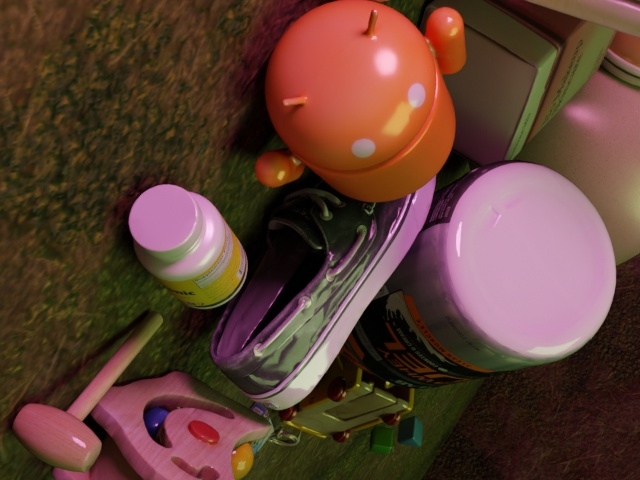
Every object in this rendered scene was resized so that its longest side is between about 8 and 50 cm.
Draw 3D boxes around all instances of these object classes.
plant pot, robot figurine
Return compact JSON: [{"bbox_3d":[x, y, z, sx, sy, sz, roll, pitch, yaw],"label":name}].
[{"bbox_3d":[0.286,-0.125,1.211,0.191,0.284,0.284,28,97,-36],"label":"plant pot"},{"bbox_3d":[0.031,-0.099,0.756,0.219,0.158,0.128,35,55,-72],"label":"robot figurine"}]

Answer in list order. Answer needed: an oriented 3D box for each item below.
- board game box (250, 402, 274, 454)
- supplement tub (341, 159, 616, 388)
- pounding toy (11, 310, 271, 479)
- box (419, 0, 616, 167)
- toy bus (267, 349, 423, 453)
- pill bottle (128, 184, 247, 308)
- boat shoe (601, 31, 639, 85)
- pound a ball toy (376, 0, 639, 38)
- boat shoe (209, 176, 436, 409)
[{"bbox_3d":[-0.093,0.246,1.202,0.090,0.020,0.090,-50,162,-18],"label":"board game box"},{"bbox_3d":[0.136,0.050,1.041,0.193,0.193,0.316,-48,-173,-25],"label":"supplement tub"},{"bbox_3d":[-0.107,0.160,0.803,0.155,0.154,0.269,-59,162,10],"label":"pounding toy"},{"bbox_3d":[0.203,-0.202,1.019,0.232,0.126,0.149,-44,159,-35],"label":"box"},{"bbox_3d":[0.026,0.179,1.248,0.191,0.202,0.104,78,18,-56],"label":"toy bus"},{"bbox_3d":[-0.094,0.004,0.711,0.065,0.065,0.116,-53,161,-11],"label":"pill bottle"},{"bbox_3d":[0.469,-0.387,1.179,0.500,0.186,0.156,-53,170,-29],"label":"boat shoe"},{"bbox_3d":[0.197,-0.207,0.765,0.136,0.319,0.208,95,18,-55],"label":"pound a ball toy"},{"bbox_3d":[0.000,0.000,0.902,0.301,0.108,0.102,-57,133,-15],"label":"boat shoe"}]
